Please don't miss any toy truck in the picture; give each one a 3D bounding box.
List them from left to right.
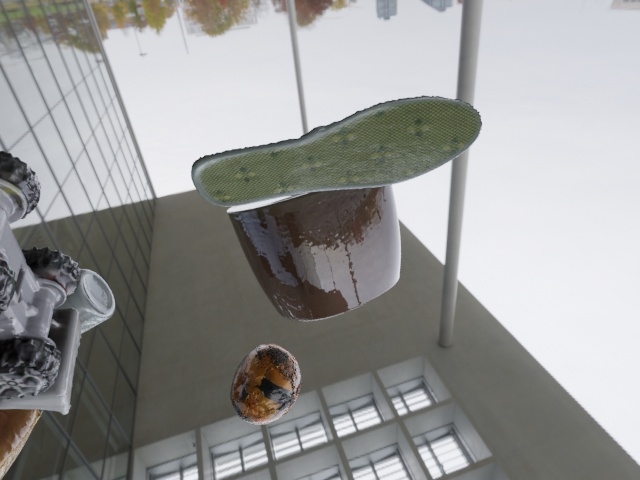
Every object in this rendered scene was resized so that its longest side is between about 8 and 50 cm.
[{"bbox_3d":[-0.275,0.044,0.338,0.111,0.286,0.136,-4,-133,-15],"label":"toy truck"}]

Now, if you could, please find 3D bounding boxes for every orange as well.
[{"bbox_3d":[-0.165,0.427,1.237,0.182,0.235,0.234,20,-160,-30],"label":"orange"}]

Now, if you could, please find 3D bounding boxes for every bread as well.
[{"bbox_3d":[-0.808,0.489,1.015,0.136,0.107,0.241,29,-164,-17],"label":"bread"}]

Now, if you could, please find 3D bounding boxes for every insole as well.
[{"bbox_3d":[0.011,-0.089,0.451,0.321,0.109,0.007,-10,-133,9],"label":"insole"}]

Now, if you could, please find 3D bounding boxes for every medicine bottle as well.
[{"bbox_3d":[-0.366,0.103,0.576,0.130,0.080,0.080,-29,-146,1],"label":"medicine bottle"}]

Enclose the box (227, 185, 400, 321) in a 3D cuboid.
[{"bbox_3d":[0.000,0.000,0.755,0.300,0.217,0.301,-15,-169,3],"label":"box"}]
